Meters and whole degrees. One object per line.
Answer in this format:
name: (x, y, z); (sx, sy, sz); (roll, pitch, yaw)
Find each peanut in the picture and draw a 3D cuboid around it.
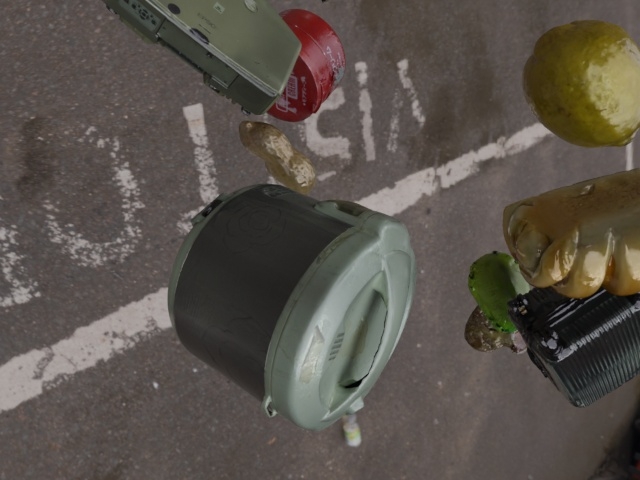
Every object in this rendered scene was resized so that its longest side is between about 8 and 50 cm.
peanut: (-0.099, -0.195, 1.243); (0.228, 0.104, 0.085); (46, 56, -17)

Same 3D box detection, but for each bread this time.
bread: (0.398, -0.011, 0.658); (0.173, 0.311, 0.121); (-82, 156, -60)

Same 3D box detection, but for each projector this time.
projector: (-0.161, -0.322, 0.779); (0.269, 0.088, 0.193); (34, 48, -22)

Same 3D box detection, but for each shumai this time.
shumai: (0.586, 0.288, 1.738); (0.209, 0.153, 0.161); (-33, 117, -10)

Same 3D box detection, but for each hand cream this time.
hand cream: (-0.065, -0.406, 1.238); (0.149, 0.230, 0.230); (-56, 132, -34)

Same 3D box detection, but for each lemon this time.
lemon: (0.644, -0.368, 1.283); (0.285, 0.285, 0.316); (-19, 72, -42)

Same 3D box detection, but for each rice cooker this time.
rice cooker: (-0.024, 0.078, 0.709); (0.288, 0.277, 0.288); (-35, 137, -42)

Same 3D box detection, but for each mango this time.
mango: (0.394, 0.111, 1.161); (0.100, 0.119, 0.178); (4, 67, -44)

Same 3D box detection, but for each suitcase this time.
suitcase: (0.438, 0.149, 0.872); (0.202, 0.128, 0.312); (-37, 136, 8)

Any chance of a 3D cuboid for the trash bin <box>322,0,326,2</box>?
trash bin: (0.009, -0.340, 0.629); (0.061, 0.043, 0.092); (-30, 113, 5)
